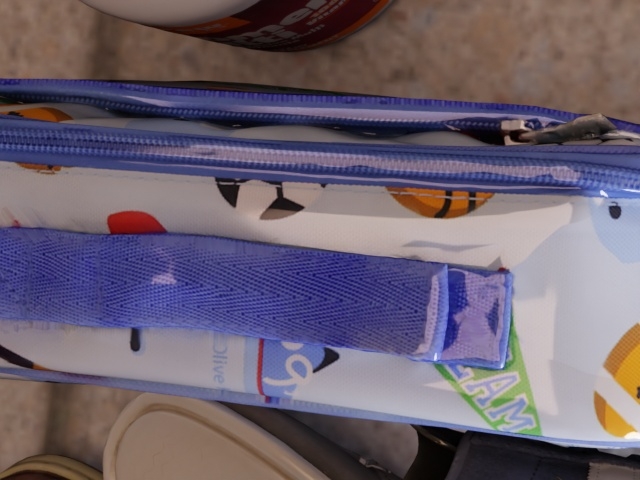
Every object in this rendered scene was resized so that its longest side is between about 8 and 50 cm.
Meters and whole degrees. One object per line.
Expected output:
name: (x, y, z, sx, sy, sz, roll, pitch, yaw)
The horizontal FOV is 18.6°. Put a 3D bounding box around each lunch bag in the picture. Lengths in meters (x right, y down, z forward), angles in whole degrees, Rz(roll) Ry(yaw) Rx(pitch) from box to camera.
lunch bag: (0.000, 0.000, 0.669, 0.303, 0.243, 0.115, 3, 93, 16)

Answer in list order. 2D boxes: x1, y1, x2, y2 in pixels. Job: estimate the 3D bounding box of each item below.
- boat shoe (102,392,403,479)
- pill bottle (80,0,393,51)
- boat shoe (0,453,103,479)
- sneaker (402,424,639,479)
boat shoe: (0.056, 0.175, 0.750, 0.335, 0.095, 0.112, 41, 115, 15)
pill bottle: (-0.040, -0.132, 0.686, 0.121, 0.221, 0.121, 1, 92, 15)
boat shoe: (-0.170, 0.248, 0.784, 0.123, 0.123, 0.342, 31, 99, 12)
sneaker: (0.103, 0.112, 0.652, 0.148, 0.350, 0.131, 52, 139, 41)
